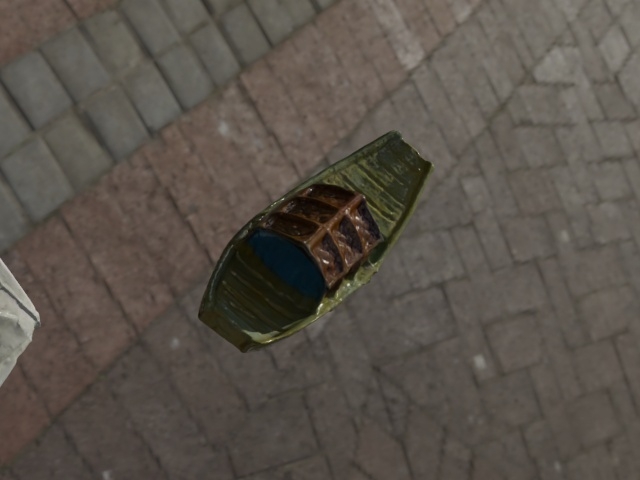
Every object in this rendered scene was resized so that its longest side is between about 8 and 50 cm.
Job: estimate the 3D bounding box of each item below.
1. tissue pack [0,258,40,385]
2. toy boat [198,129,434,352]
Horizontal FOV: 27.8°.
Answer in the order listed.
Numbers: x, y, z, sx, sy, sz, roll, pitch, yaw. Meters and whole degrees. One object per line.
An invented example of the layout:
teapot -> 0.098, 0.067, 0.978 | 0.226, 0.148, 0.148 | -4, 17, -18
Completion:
tissue pack -> -0.459, 0.033, 1.119 | 0.194, 0.356, 0.266 | -56, 132, -30
toy boat -> 0.000, 0.000, 0.653 | 0.065, 0.066, 0.172 | 43, 46, 5
